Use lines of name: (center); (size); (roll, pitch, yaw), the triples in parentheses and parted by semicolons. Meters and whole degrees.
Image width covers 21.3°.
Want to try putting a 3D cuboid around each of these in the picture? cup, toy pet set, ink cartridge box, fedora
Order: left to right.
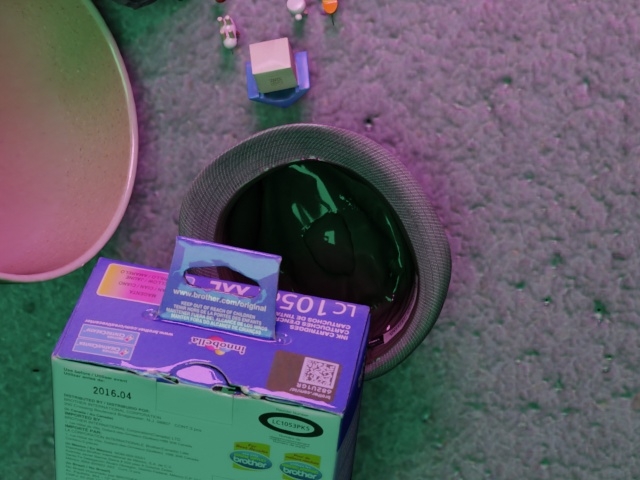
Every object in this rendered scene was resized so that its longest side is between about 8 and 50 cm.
cup: (-0.373, -0.104, 1.616); (0.237, 0.331, 0.331); (-13, 99, 37)
ink cartridge box: (-0.102, 0.179, 1.600); (0.270, 0.151, 0.395); (11, 132, 6)
toy pet set: (-0.036, -0.195, 1.667); (0.122, 0.065, 0.114); (-10, 64, 7)
fedora: (0.000, 0.000, 1.648); (0.243, 0.124, 0.275); (-33, 105, 15)

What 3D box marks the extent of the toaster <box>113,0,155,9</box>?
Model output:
toaster: (-0.189, -0.316, 1.592); (0.129, 0.227, 0.146); (-34, 76, 12)
